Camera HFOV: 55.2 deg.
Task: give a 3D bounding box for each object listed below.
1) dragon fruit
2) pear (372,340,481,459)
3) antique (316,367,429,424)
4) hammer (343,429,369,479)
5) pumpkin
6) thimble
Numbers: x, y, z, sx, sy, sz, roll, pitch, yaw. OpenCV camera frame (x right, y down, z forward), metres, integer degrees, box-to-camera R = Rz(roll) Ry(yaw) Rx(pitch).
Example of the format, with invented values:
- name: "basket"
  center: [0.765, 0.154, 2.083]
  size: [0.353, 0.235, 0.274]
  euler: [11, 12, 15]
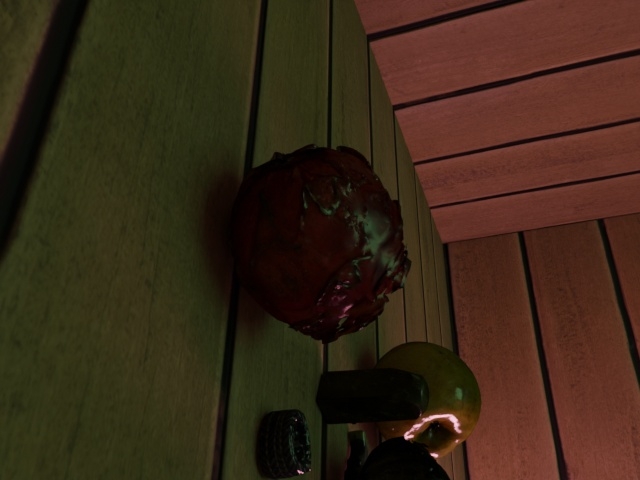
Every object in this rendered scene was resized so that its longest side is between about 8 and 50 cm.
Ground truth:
- name: "dragon fruit"
  center: [0.000, 0.000, 0.984]
  size: [0.295, 0.295, 0.302]
  euler: [-59, 134, -64]
- name: "pear"
  center: [0.268, 0.404, 1.610]
  size: [0.304, 0.304, 0.304]
  euler: [-10, 90, -73]
- name: "antique"
  center: [0.110, 0.317, 1.260]
  size: [0.081, 0.220, 0.080]
  euler: [-74, 149, -52]
- name: "hammer"
  center: [0.071, 0.519, 1.330]
  size: [0.226, 0.041, 0.159]
  euler: [-67, 144, -60]
- name: "pumpkin"
  center: [0.185, 0.566, 1.216]
  size: [0.320, 0.192, 0.320]
  euler: [162, -90, -89]
- name: "thimble"
  center: [-0.058, 0.328, 0.986]
  size: [0.095, 0.066, 0.104]
  euler: [26, 53, -71]
